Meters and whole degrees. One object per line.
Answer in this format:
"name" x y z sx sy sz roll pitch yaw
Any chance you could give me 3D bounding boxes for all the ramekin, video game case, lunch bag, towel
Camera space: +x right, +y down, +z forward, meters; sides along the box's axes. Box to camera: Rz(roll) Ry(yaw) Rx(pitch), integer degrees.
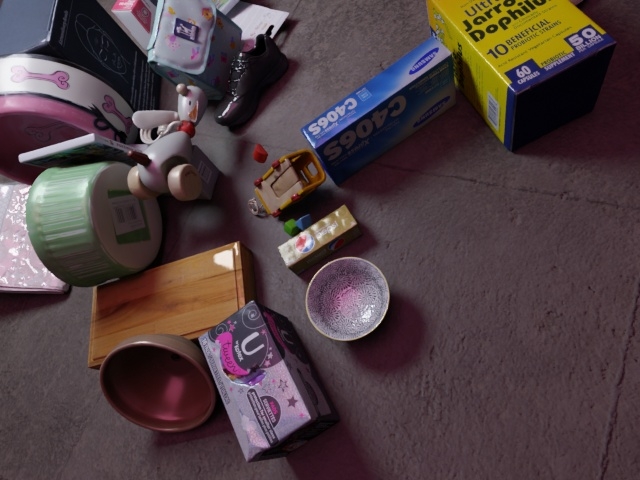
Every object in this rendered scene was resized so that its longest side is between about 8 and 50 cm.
"ramekin" -0.520 -0.046 1.053 0.148 0.303 0.303 -9 64 13
"video game case" -0.574 -0.206 1.062 0.201 0.183 0.023 -12 87 10
"lunch bag" -0.351 -0.536 1.199 0.160 0.262 0.223 10 88 24
"towel" -0.846 -0.015 1.245 0.317 0.053 0.332 2 68 -2
"video game case" -0.332 -0.755 1.405 0.212 0.023 0.193 -41 42 10

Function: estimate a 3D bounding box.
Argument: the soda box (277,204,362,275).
"soda box" 0.000 0.000 0.978 0.181 0.058 0.061 -32 60 4

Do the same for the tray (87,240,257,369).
"tray" -0.352 0.158 1.030 0.411 0.076 0.203 -18 62 13

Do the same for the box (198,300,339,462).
"box" -0.097 0.264 0.835 0.142 0.163 0.247 -36 60 4

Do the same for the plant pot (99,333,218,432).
"plant pot" -0.321 0.276 0.915 0.237 0.237 0.110 -17 24 13

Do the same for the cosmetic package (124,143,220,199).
"cosmetic package" -0.409 -0.185 1.173 0.238 0.127 0.107 2 67 23

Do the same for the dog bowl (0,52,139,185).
"dog bowl" -0.704 -0.279 1.153 0.408 0.408 0.150 -14 63 14

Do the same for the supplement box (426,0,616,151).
"supplement box" 0.400 -0.408 0.932 0.194 0.195 0.356 -28 60 7

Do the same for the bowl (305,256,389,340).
"bowl" 0.063 0.126 0.886 0.170 0.080 0.170 -8 65 18

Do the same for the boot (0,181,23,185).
"boot" -0.924 -0.188 1.398 0.246 0.083 0.161 15 69 16

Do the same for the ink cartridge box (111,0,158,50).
"ink cartridge box" -0.558 -0.793 1.468 0.100 0.172 0.237 14 72 24

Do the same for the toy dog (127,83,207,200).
"toy dog" -0.364 -0.244 1.018 0.220 0.161 0.334 -20 60 9

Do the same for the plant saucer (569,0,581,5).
"plant saucer" 0.559 -0.603 1.055 0.168 0.029 0.168 -8 65 18

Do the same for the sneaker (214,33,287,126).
"sneaker" -0.214 -0.450 1.216 0.109 0.130 0.286 28 80 26

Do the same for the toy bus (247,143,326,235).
"toy bus" -0.074 -0.130 1.028 0.202 0.191 0.104 30 43 34

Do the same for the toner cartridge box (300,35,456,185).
"toner cartridge box" 0.139 -0.284 0.992 0.348 0.165 0.075 -35 61 4

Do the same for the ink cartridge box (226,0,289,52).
"ink cartridge box" -0.229 -0.642 1.355 0.232 0.066 0.189 26 78 19

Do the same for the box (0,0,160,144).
"box" -0.672 -0.483 1.246 0.212 0.395 0.294 -14 63 14
